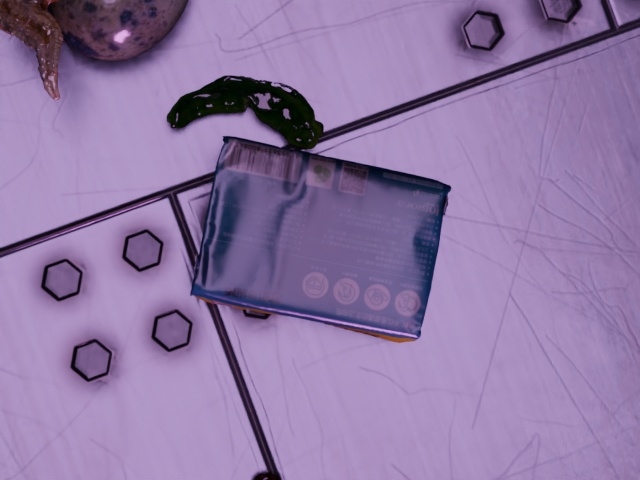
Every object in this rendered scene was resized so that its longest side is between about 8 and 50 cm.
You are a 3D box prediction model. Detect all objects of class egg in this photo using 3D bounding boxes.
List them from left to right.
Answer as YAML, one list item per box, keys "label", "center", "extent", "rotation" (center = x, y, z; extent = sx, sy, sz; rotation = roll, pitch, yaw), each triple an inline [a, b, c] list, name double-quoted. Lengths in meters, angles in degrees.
- label: "egg"
  center: [-0.219, -0.285, 1.903]
  extent: [0.181, 0.141, 0.141]
  rotation: [-42, 92, -9]

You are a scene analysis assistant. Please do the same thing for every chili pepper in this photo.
- label: "chili pepper"
  center: [-0.084, -0.152, 1.956]
  extent: [0.182, 0.050, 0.073]
  rotation: [9, 95, -2]

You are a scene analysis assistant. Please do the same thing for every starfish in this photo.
- label: "starfish"
  center: [-0.300, -0.302, 1.816]
  extent: [0.084, 0.293, 0.302]
  rotation: [10, 103, -42]

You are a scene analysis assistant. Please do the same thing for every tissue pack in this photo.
- label: "tissue pack"
  center: [0.000, 0.000, 1.917]
  extent: [0.270, 0.134, 0.192]
  rotation: [13, 88, -4]

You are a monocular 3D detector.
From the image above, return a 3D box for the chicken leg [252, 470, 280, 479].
- label: "chicken leg"
  center: [-0.054, 0.340, 1.954]
  extent: [0.062, 0.037, 0.145]
  rotation: [-15, 89, 17]
